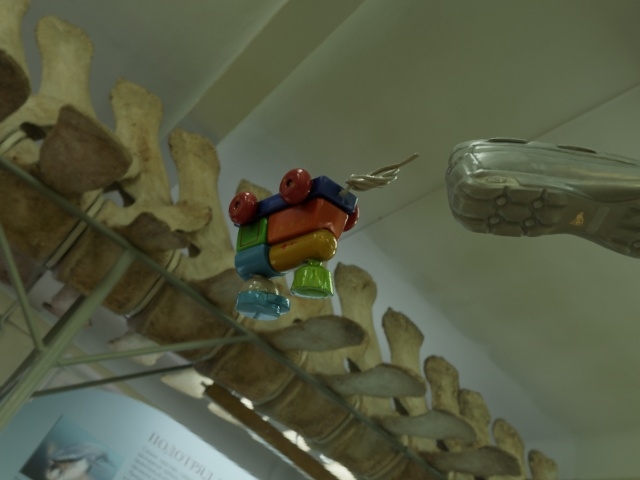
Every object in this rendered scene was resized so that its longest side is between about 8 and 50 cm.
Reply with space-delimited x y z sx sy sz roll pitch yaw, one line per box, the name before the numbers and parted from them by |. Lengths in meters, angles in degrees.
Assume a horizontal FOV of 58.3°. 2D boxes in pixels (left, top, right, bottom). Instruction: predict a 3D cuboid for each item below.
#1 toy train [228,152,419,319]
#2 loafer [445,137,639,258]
toy train | 0.000 0.000 0.635 0.248 0.143 0.105 -17 -32 38
loafer | 0.294 -0.055 0.616 0.320 0.111 0.112 9 -42 -5
